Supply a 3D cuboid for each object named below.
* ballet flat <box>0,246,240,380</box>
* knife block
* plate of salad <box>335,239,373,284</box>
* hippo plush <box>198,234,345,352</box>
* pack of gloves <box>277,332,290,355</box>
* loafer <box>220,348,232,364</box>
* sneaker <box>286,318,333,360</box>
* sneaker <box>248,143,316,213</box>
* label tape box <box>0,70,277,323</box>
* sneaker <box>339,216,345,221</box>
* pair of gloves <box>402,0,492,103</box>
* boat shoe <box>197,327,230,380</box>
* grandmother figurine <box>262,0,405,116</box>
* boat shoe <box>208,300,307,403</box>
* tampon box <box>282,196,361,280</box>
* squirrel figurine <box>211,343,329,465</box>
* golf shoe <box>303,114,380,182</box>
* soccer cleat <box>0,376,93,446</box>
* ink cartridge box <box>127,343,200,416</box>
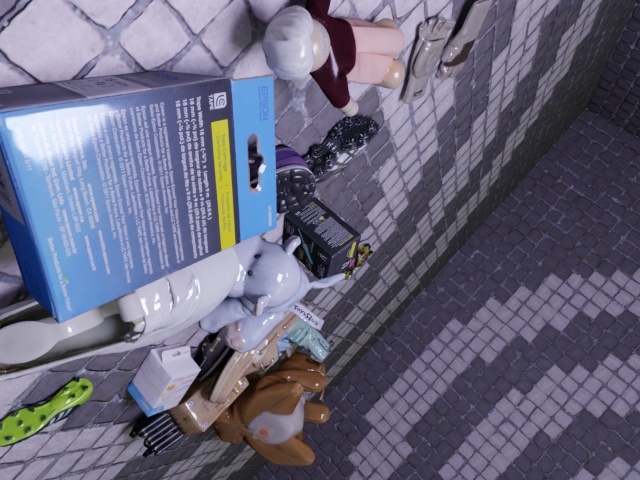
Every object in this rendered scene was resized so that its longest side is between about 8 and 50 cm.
[{"bbox_3d":[-0.299,0.103,0.650,0.400,0.139,0.139,-19,150,-13],"label":"ballet flat"},{"bbox_3d":[-0.354,0.439,1.233,0.242,0.088,0.276,-25,-172,36],"label":"knife block"},{"bbox_3d":[0.114,0.083,1.605,0.200,0.048,0.200,-38,155,-22],"label":"plate of salad"},{"bbox_3d":[-0.121,0.097,0.859,0.236,0.294,0.234,114,1,-80],"label":"hippo plush"},{"bbox_3d":[-0.129,0.261,1.366,0.232,0.046,0.195,12,93,-64],"label":"pack of gloves"},{"bbox_3d":[-0.256,0.383,1.361,0.078,0.080,0.220,-51,165,-43],"label":"loafer"},{"bbox_3d":[-0.039,0.335,1.602,0.094,0.151,0.256,-48,156,3],"label":"sneaker"},{"bbox_3d":[-0.159,-0.089,0.788,0.283,0.124,0.107,-13,135,-13],"label":"sneaker"},{"bbox_3d":[-0.214,-0.081,0.602,0.334,0.106,0.240,-27,130,-41],"label":"label tape box"},{"bbox_3d":[0.022,0.004,1.307,0.065,0.061,0.158,-13,139,-44],"label":"sneaker"},{"bbox_3d":[0.286,-0.443,1.087,0.240,0.042,0.204,-35,157,-24],"label":"pair of gloves"},{"bbox_3d":[-0.261,0.261,1.203,0.228,0.069,0.081,-51,-172,9],"label":"boat shoe"},{"bbox_3d":[0.029,-0.297,0.714,0.104,0.208,0.342,-14,-169,34],"label":"grandmother figurine"},{"bbox_3d":[-0.153,0.276,1.193,0.341,0.110,0.121,-54,-176,-25],"label":"boat shoe"},{"bbox_3d":[0.000,0.000,1.125,0.101,0.161,0.120,-34,154,-30],"label":"tampon box"},{"bbox_3d":[-0.160,0.500,1.541,0.397,0.281,0.370,-11,-163,16],"label":"squirrel figurine"},{"bbox_3d":[0.041,-0.196,1.019,0.198,0.077,0.094,-36,166,-10],"label":"golf shoe"},{"bbox_3d":[-0.509,0.325,0.872,0.179,0.060,0.072,-30,153,-42],"label":"soccer cleat"},{"bbox_3d":[-0.356,0.312,1.080,0.143,0.090,0.092,-55,156,17],"label":"ink cartridge box"}]
